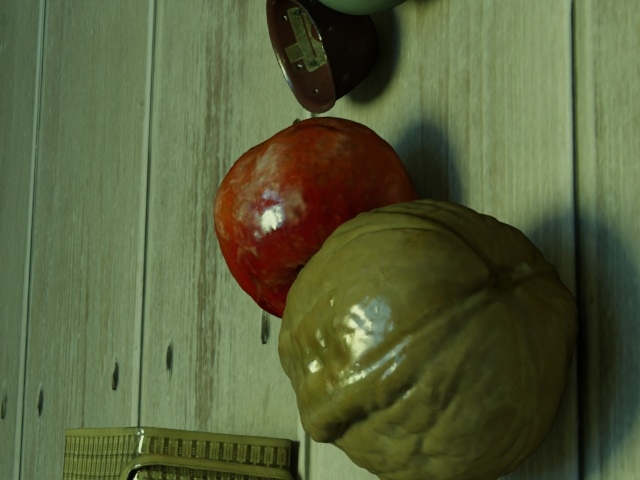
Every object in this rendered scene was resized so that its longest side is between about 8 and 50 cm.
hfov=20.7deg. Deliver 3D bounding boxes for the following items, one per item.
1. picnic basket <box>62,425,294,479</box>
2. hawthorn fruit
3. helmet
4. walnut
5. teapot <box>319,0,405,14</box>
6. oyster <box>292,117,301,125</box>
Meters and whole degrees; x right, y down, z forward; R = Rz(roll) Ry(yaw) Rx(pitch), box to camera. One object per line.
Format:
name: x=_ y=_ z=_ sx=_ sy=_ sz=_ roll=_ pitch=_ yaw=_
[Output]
picnic basket: x=-0.192 y=0.334 z=2.240 sx=0.313 sy=0.228 sz=0.175 roll=-14 pitch=69 yaw=63
hawthorn fruit: x=0.000 y=0.000 z=1.914 sx=0.271 sy=0.242 sz=0.242 roll=-91 pitch=19 yaw=-65
helmet: x=0.016 y=-0.240 z=2.091 sx=0.155 sy=0.106 sz=0.175 roll=70 pitch=165 yaw=-11
walnut: x=0.099 y=0.105 z=1.683 sx=0.252 sy=0.277 sz=0.313 roll=-62 pitch=6 yaw=-36
teapot: x=0.050 y=-0.354 z=1.986 sx=0.294 sy=0.129 sz=0.193 roll=-7 pitch=64 yaw=37
oyster: x=-0.005 y=-0.036 z=2.149 sx=0.209 sy=0.072 sz=0.133 roll=50 pitch=124 yaw=31
